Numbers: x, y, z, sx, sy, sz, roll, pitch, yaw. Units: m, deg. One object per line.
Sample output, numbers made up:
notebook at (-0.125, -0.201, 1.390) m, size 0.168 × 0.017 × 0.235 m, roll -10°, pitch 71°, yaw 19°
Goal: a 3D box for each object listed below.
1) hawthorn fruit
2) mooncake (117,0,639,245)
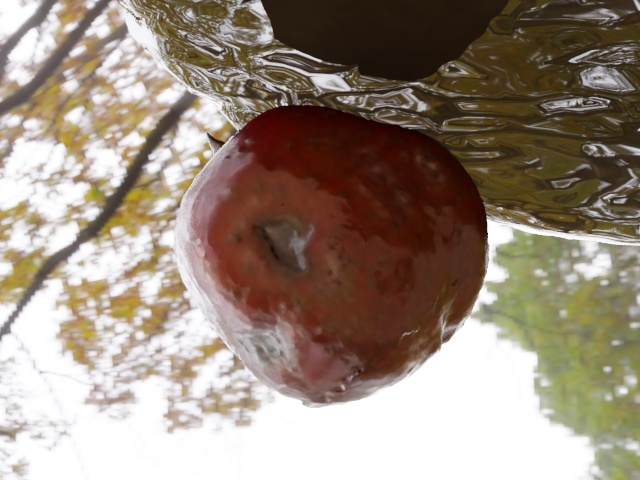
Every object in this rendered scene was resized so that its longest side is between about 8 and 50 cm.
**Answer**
hawthorn fruit at (0.000, 0.000, 0.441) m, size 0.093 × 0.093 × 0.093 m, roll 4°, pitch -98°, yaw -30°
mooncake at (0.097, -0.129, 0.446) m, size 0.324 × 0.324 × 0.187 m, roll 20°, pitch -114°, yaw -27°
